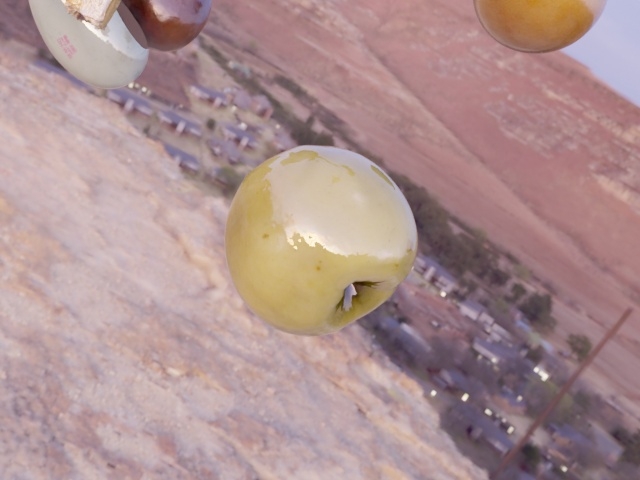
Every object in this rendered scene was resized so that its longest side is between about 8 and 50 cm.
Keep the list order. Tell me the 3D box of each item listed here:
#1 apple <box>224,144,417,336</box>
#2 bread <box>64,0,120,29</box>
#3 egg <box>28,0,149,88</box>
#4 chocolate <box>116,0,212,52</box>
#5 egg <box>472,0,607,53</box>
[{"bbox_3d":[0.000,0.000,1.169,0.262,0.262,0.262,29,15,-8],"label":"apple"},{"bbox_3d":[-0.350,-0.387,1.318,0.082,0.106,0.125,22,3,-17],"label":"bread"},{"bbox_3d":[-0.533,-0.519,1.924,0.371,0.230,0.230,59,14,-5],"label":"egg"},{"bbox_3d":[-0.267,-0.419,1.482,0.176,0.177,0.177,29,15,-8],"label":"chocolate"},{"bbox_3d":[0.430,-0.500,1.691,0.250,0.250,0.322,26,4,-18],"label":"egg"}]
